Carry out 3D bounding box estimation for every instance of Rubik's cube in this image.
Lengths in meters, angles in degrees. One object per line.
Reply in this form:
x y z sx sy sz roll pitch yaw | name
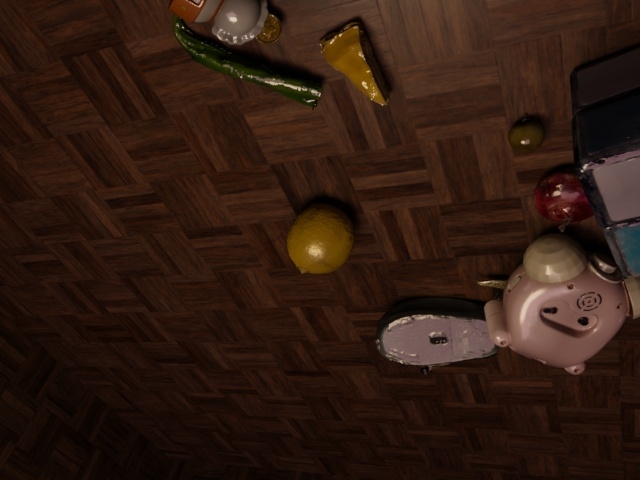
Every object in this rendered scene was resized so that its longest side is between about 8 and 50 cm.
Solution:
0.651 -0.161 1.045 0.313 0.316 0.318 -15 131 33 | Rubik's cube

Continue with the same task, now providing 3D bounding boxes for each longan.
0.437 -0.228 1.245 0.075 0.075 0.083 -7 92 27 | longan

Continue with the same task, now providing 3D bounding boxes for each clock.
0.624 0.156 1.486 0.342 0.184 0.325 19 122 -15 | clock

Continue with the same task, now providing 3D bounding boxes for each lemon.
0.000 0.000 1.552 0.178 0.203 0.178 26 163 9 | lemon

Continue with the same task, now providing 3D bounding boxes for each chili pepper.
-0.165 -0.384 1.282 0.359 0.076 0.085 24 164 -8 | chili pepper

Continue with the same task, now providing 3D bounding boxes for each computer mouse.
0.352 0.276 1.753 0.374 0.114 0.203 -3 105 13 | computer mouse

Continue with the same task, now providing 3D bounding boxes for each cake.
0.067 -0.353 1.224 0.116 0.079 0.185 -7 138 23 | cake

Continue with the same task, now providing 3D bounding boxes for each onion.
0.552 -0.078 1.305 0.150 0.140 0.150 13 138 12 | onion

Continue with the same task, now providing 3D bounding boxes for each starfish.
0.518 0.130 1.611 0.176 0.053 0.208 14 129 -1 | starfish

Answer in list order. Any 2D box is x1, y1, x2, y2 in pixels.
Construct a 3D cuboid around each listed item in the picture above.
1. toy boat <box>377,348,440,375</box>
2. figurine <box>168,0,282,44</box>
0.309 0.351 1.884 0.270 0.140 0.140 18 142 21 | toy boat
-0.199 -0.474 1.144 0.271 0.143 0.143 27 139 -8 | figurine
